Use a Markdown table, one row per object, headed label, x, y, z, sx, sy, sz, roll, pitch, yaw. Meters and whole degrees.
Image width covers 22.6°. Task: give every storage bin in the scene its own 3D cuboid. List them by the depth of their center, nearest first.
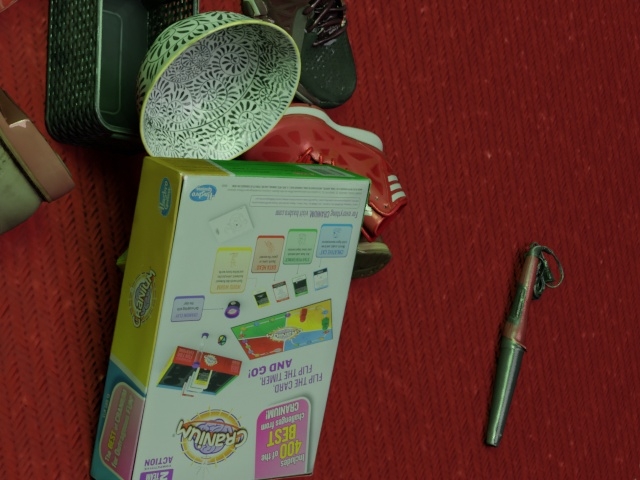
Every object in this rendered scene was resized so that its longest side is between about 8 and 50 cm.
| label | x | y | z | sx | sy | sz | roll | pitch | yaw |
| --- | --- | --- | --- | --- | --- | --- | --- | --- | --- |
| storage bin | -0.191 | -0.181 | 1.553 | 0.122 | 0.084 | 0.180 | 9 | 79 | -44 |

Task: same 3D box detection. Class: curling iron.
| label | x | y | z | sx | sy | sz | roll | pitch | yaw |
| --- | --- | --- | --- | --- | --- | --- | --- | --- | --- |
| curling iron | 0.249 | 0.127 | 1.979 | 0.068 | 0.035 | 0.274 | 36 | 60 | -35 |

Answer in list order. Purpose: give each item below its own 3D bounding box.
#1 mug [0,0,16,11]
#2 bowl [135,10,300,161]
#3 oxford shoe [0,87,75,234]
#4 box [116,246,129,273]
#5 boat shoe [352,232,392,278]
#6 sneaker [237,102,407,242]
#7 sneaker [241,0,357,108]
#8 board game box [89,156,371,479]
| label | x | y | z | sx | sy | sz | roll | pitch | yaw |
| --- | --- | --- | --- | --- | --- | --- | --- | --- | --- |
| mug | -0.351 | -0.270 | 1.412 | 0.169 | 0.150 | 0.113 | 59 | 6 | -27 |
| bowl | -0.110 | -0.156 | 1.493 | 0.170 | 0.170 | 0.080 | 2 | 39 | -45 |
| oxford shoe | -0.350 | -0.127 | 1.345 | 0.130 | 0.123 | 0.348 | -41 | 122 | -6 |
| box | -0.116 | 0.047 | 1.625 | 0.178 | 0.042 | 0.109 | 52 | 54 | -26 |
| boat shoe | 0.001 | 0.000 | 1.741 | 0.178 | 0.064 | 0.060 | 8 | 48 | -45 |
| sneaker | 0.015 | -0.069 | 1.702 | 0.221 | 0.087 | 0.128 | 3 | 42 | -44 |
| sneaker | -0.004 | -0.271 | 1.694 | 0.106 | 0.162 | 0.281 | -47 | 116 | -38 |
| board game box | -0.085 | 0.082 | 1.552 | 0.242 | 0.064 | 0.317 | 1 | 105 | -43 |
